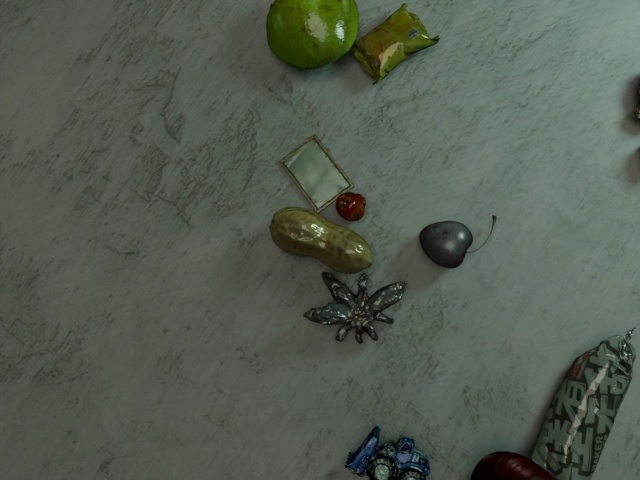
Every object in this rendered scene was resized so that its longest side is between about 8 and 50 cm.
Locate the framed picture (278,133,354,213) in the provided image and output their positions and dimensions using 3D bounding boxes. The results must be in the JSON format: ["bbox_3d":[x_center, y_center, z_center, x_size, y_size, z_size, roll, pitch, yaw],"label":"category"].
[{"bbox_3d":[-0.013,-0.197,1.366,0.136,0.010,0.201,-37,78,5],"label":"framed picture"}]

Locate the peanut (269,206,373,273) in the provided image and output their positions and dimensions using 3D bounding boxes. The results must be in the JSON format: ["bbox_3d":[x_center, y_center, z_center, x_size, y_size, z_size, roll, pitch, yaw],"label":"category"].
[{"bbox_3d":[0.000,0.000,1.274,0.313,0.149,0.149,26,89,12],"label":"peanut"}]

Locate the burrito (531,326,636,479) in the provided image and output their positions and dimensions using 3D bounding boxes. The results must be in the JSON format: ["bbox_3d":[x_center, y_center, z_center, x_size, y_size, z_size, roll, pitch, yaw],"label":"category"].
[{"bbox_3d":[0.648,0.402,1.132,0.139,0.101,0.445,24,90,17],"label":"burrito"}]

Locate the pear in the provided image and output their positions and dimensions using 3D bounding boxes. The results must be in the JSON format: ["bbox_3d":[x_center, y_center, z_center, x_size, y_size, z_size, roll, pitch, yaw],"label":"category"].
[{"bbox_3d":[-0.026,-0.612,1.329,0.288,0.139,0.239,-17,70,8],"label":"pear"}]

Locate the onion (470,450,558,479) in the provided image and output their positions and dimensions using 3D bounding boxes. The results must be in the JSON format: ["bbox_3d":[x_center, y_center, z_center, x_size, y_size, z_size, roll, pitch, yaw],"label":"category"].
[{"bbox_3d":[0.432,0.630,1.049,0.285,0.273,0.273,-18,79,-23],"label":"onion"}]

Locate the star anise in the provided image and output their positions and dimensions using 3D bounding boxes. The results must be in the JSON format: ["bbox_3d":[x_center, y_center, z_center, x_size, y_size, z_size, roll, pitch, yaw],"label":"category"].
[{"bbox_3d":[0.089,0.182,1.255,0.257,0.110,0.198,12,86,5],"label":"star anise"}]

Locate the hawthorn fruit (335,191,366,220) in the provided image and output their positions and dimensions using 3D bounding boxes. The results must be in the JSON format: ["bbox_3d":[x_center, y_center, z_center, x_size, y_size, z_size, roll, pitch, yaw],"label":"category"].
[{"bbox_3d":[0.083,-0.097,1.296,0.093,0.093,0.093,-1,83,10],"label":"hawthorn fruit"}]

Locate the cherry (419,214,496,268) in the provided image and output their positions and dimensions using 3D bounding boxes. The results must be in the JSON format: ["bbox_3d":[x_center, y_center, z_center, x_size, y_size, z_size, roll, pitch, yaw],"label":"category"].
[{"bbox_3d":[0.349,-0.019,1.238,0.148,0.115,0.188,18,77,50],"label":"cherry"}]

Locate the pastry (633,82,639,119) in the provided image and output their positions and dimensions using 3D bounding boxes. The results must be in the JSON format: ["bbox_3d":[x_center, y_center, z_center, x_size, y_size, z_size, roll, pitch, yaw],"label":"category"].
[{"bbox_3d":[0.866,-0.378,1.202,0.087,0.063,0.169,12,91,20],"label":"pastry"}]

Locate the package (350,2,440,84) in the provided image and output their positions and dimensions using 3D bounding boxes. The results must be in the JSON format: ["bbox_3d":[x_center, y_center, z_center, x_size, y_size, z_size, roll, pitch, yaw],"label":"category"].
[{"bbox_3d":[0.203,-0.561,1.324,0.226,0.090,0.168,-37,75,9],"label":"package"}]

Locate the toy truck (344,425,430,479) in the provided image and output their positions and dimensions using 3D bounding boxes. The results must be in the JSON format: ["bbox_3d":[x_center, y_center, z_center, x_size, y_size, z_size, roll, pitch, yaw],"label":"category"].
[{"bbox_3d":[0.174,0.561,1.193,0.208,0.113,0.126,12,86,10],"label":"toy truck"}]
